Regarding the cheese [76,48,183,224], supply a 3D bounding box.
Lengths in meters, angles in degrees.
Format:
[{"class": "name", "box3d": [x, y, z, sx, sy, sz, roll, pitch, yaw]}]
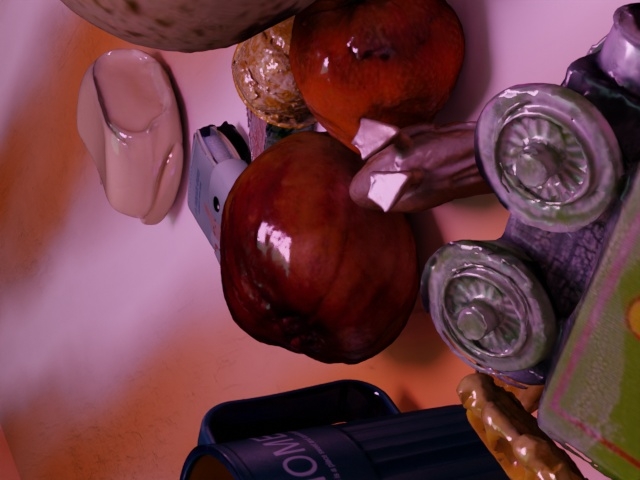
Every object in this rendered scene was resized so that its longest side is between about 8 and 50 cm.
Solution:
[{"class": "cheese", "box3d": [-0.302, -0.165, 1.938, 0.233, 0.127, 0.266, 107, 147, -46]}]

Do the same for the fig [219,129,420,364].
[{"class": "fig", "box3d": [-0.006, 0.009, 1.289, 0.224, 0.224, 0.263, -58, 46, 52]}]

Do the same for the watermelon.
[{"class": "watermelon", "box3d": [-0.055, -0.151, 1.510, 0.187, 0.071, 0.139, 103, 155, -51]}]

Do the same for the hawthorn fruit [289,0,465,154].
[{"class": "hawthorn fruit", "box3d": [0.053, -0.167, 1.170, 0.173, 0.173, 0.179, 50, 133, 48]}]

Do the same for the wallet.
[{"class": "wallet", "box3d": [-0.109, -0.026, 1.644, 0.250, 0.075, 0.176, -122, 29, -41]}]

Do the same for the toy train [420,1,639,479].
[{"class": "toy train", "box3d": [0.220, 0.008, 0.816, 0.249, 0.173, 0.307, 34, 131, 25]}]

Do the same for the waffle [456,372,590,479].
[{"class": "waffle", "box3d": [0.203, 0.215, 0.931, 0.291, 0.051, 0.291, 49, 180, -1]}]

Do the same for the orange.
[{"class": "orange", "box3d": [-0.022, -0.193, 1.342, 0.134, 0.156, 0.156, 40, 149, -4]}]

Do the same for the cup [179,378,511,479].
[{"class": "cup", "box3d": [0.028, 0.286, 1.193, 0.308, 0.292, 0.242, 8, 104, 64]}]

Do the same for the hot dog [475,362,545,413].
[{"class": "hot dog", "box3d": [0.210, 0.038, 1.017, 0.083, 0.068, 0.289, 42, 133, 21]}]

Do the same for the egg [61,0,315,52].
[{"class": "egg", "box3d": [-0.109, -0.369, 1.039, 0.345, 0.345, 0.428, 57, 146, 42]}]

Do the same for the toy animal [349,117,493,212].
[{"class": "toy animal", "box3d": [0.114, -0.069, 1.148, 0.188, 0.179, 0.089, -18, 77, 26]}]
